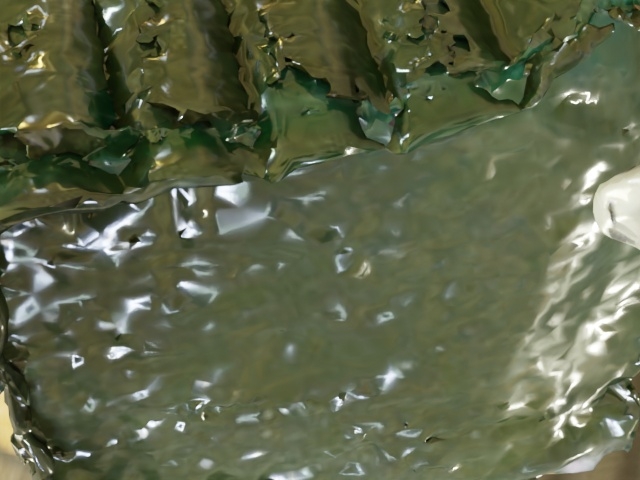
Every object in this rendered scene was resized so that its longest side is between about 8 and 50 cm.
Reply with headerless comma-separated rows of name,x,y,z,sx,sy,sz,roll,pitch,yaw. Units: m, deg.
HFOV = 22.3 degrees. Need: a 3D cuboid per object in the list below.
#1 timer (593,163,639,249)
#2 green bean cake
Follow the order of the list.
timer,0.120,0.123,0.330,0.175,0.175,0.266,6,-110,-11
green bean cake,0.000,0.000,0.595,0.255,0.241,0.132,-15,-134,-5
